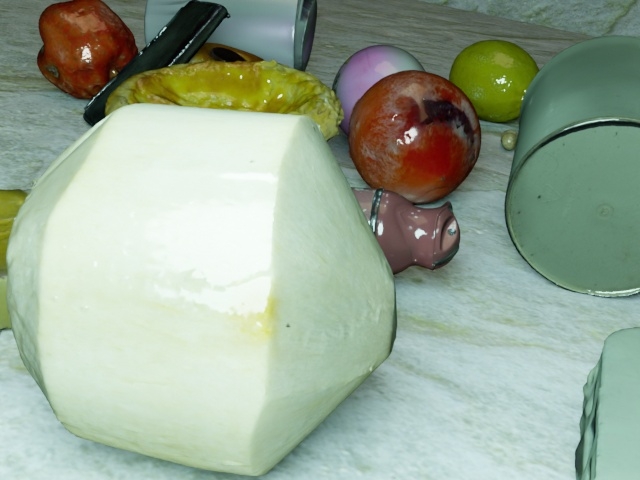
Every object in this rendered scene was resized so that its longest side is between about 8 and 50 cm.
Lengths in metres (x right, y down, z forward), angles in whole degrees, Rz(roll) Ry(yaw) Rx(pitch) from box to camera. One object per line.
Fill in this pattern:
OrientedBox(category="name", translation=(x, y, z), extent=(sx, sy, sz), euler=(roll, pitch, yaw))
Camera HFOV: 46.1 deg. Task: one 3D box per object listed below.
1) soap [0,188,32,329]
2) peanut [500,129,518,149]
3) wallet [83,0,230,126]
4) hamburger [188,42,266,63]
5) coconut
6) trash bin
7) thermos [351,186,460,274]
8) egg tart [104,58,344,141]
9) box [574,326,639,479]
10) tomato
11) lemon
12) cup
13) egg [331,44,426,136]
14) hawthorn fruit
OrientedBox(category="soap", translation=(-0.356, 0.014, 0.861), extent=(0.135, 0.076, 0.233), euler=(-13, 32, -31))
OrientedBox(category="peanut", translation=(0.381, -0.205, 1.517), extent=(0.037, 0.037, 0.083), euler=(11, 28, 12))
OrientedBox(category="wallet", translation=(-0.310, -0.323, 1.400), extent=(0.318, 0.045, 0.172), euler=(-49, 38, -6))
OrientedBox(category="hamburger", translation=(-0.184, -0.293, 1.464), extent=(0.236, 0.147, 0.237), euler=(13, 31, -8))
OrientedBox(category="coconut", translation=(-0.084, 0.036, 0.627), extent=(0.323, 0.323, 0.323), euler=(5, 25, -2))
OrientedBox(category="trash bin", translation=(0.417, -0.127, 1.093), extent=(0.280, 0.280, 0.432), euler=(13, 30, 15))
OrientedBox(category="thermos", translation=(0.001, -0.009, 0.904), extent=(0.330, 0.110, 0.136), euler=(5, 23, 10))
OrientedBox(category="egg tart", translation=(-0.148, -0.173, 1.197), extent=(0.387, 0.169, 0.388), euler=(2, 28, -1))
OrientedBox(category="box", translation=(0.385, 0.224, 0.532), extent=(0.396, 0.111, 0.396), euler=(13, 26, 17))
OrientedBox(category="tomato", translation=(0.149, -0.161, 1.177), extent=(0.208, 0.208, 0.184), euler=(-11, 14, -31))
OrientedBox(category="lemon", translation=(0.391, -0.352, 1.666), extent=(0.184, 0.184, 0.248), euler=(-14, 31, -36))
OrientedBox(category="cup", translation=(-0.199, -0.481, 1.743), extent=(0.371, 0.253, 0.253), euler=(4, 25, 5))
OrientedBox(category="egg", translation=(0.117, -0.273, 1.434), extent=(0.196, 0.196, 0.271), euler=(9, 10, 7))
OrientedBox(category="hawthorn fruit", translation=(-0.458, -0.371, 1.540), extent=(0.243, 0.207, 0.207), euler=(39, 37, 20))
